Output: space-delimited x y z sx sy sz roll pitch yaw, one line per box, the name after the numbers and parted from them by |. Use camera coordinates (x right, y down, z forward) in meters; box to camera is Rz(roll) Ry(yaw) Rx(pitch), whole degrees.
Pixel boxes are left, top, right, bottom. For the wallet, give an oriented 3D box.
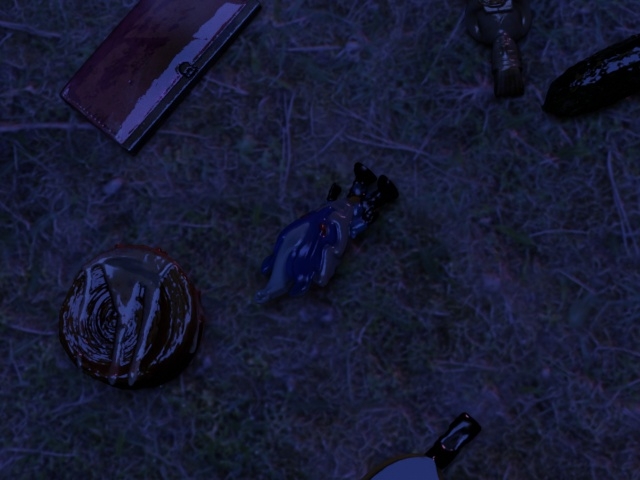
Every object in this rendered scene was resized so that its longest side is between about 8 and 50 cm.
-0.186 -0.220 1.756 0.119 0.025 0.232 37 81 15 | wallet

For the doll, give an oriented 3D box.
0.000 0.000 1.653 0.195 0.070 0.096 -46 44 -9 | doll

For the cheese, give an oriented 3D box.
0.105 0.245 1.585 0.086 0.036 0.162 41 82 18 | cheese

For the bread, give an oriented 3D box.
-0.202 0.084 1.648 0.160 0.073 0.160 -3 75 10 | bread

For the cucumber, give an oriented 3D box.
0.356 -0.198 1.664 0.245 0.067 0.067 -23 73 -2 | cucumber

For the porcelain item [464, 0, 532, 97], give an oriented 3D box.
0.197 -0.267 1.709 0.084 0.054 0.213 -8 74 6 | porcelain item
